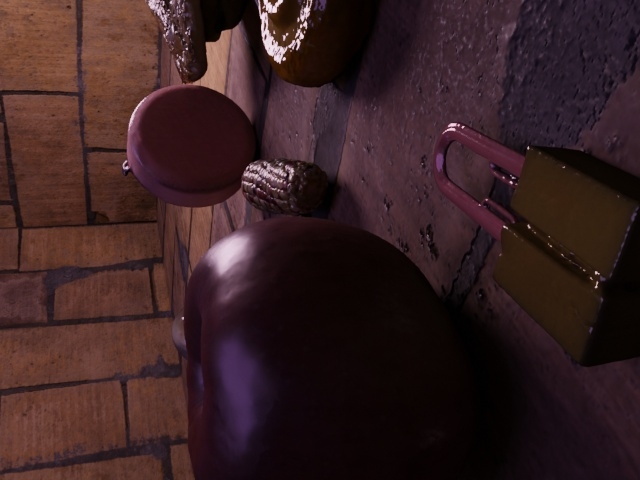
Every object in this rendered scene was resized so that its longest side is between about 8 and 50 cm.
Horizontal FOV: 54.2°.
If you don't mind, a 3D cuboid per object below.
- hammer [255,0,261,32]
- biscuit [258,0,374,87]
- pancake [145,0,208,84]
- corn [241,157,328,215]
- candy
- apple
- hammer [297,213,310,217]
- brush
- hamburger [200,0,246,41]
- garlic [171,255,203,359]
[{"bbox_3d":[-0.113,-0.406,0.949,0.246,0.029,0.103,62,175,-17],"label":"hammer"},{"bbox_3d":[-0.023,-0.304,0.783,0.274,0.091,0.213,-115,31,-42],"label":"biscuit"},{"bbox_3d":[-0.283,-0.470,1.176,0.356,0.065,0.356,162,90,-73],"label":"pancake"},{"bbox_3d":[-0.054,-0.079,0.915,0.253,0.086,0.086,-164,72,-67],"label":"corn"},{"bbox_3d":[-0.253,-0.180,1.201,0.094,0.255,0.255,126,137,-60],"label":"candy"},{"bbox_3d":[-0.001,0.120,0.573,0.305,0.235,0.306,180,90,-71],"label":"apple"},{"bbox_3d":[0.000,0.000,0.866,0.178,0.021,0.065,-161,71,-69],"label":"hammer"},{"bbox_3d":[0.139,-0.025,0.436,0.233,0.047,0.103,-123,35,-57],"label":"brush"},{"bbox_3d":[-0.206,-0.541,1.200,0.265,0.134,0.285,59,157,32],"label":"hamburger"},{"bbox_3d":[-0.186,0.174,1.291,0.237,0.210,0.292,-39,43,24],"label":"garlic"}]
